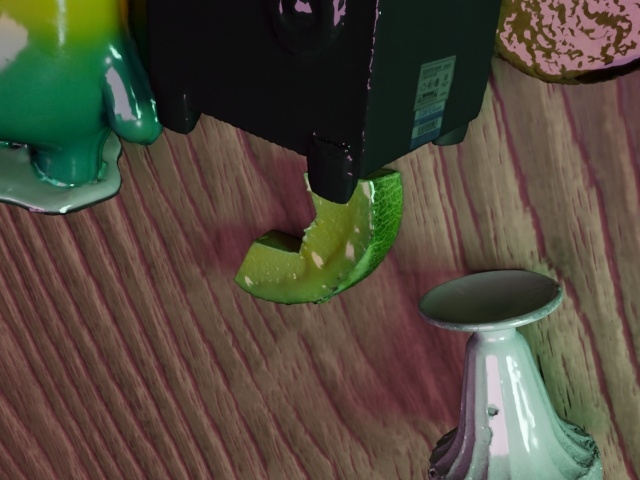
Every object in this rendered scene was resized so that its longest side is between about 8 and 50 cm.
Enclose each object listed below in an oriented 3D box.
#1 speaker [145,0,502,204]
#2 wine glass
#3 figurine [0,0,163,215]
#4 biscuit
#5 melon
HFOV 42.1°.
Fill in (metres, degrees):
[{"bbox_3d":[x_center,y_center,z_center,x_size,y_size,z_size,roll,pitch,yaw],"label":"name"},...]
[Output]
[{"bbox_3d":[-0.002,-0.196,0.628,0.232,0.184,0.253,27,126,32],"label":"speaker"},{"bbox_3d":[0.163,0.139,0.758,0.165,0.165,0.196,-4,108,31],"label":"wine glass"},{"bbox_3d":[-0.268,-0.208,0.769,0.324,0.231,0.340,29,131,19],"label":"figurine"},{"bbox_3d":[0.197,-0.223,0.616,0.226,0.042,0.225,14,121,25],"label":"biscuit"},{"bbox_3d":[0.000,0.000,0.834,0.118,0.064,0.209,41,125,11],"label":"melon"}]
